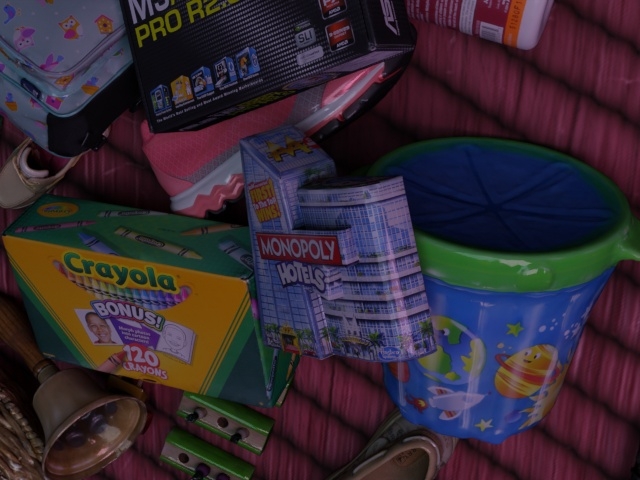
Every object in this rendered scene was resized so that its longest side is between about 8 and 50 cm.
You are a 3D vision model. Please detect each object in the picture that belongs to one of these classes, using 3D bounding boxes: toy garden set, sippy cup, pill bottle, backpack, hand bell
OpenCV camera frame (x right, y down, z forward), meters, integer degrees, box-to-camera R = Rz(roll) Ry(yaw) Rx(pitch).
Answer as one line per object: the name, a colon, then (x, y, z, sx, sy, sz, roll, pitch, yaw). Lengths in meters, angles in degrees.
toy garden set: (-0.142, 0.156, 1.189, 0.203, 0.049, 0.244, 25, 113, 8)
sippy cup: (0.147, 0.052, 0.983, 0.305, 0.240, 0.224, 38, 135, 46)
pill bottle: (0.099, -0.253, 0.941, 0.221, 0.121, 0.121, 18, 112, 11)
backpack: (-0.267, -0.196, 1.045, 0.188, 0.166, 0.144, 31, 151, 15)
hand bell: (-0.309, 0.138, 1.195, 0.242, 0.126, 0.126, 46, 118, 30)

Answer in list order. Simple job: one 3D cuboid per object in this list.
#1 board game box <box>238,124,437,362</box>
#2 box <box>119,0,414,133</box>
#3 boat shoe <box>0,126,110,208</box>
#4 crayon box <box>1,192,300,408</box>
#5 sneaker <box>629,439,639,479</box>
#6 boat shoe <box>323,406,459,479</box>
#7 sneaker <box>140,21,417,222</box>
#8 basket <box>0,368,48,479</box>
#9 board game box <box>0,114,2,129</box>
board game box: (0.000, 0.000, 0.900, 0.194, 0.060, 0.194, 3, 109, 58)
box: (-0.064, -0.228, 0.923, 0.270, 0.060, 0.216, -13, 90, 39)
boat shoe: (-0.301, -0.087, 1.153, 0.170, 0.059, 0.063, -37, 94, 24)
crayon box: (-0.167, 0.058, 1.080, 0.278, 0.081, 0.165, 9, 129, 22)
sneaker: (0.314, 0.265, 1.065, 0.227, 0.087, 0.130, -31, 95, 20)
boat shoe: (0.044, 0.290, 1.152, 0.104, 0.089, 0.285, 32, 114, 5)
sneaker: (-0.054, -0.136, 1.031, 0.314, 0.116, 0.136, -33, 94, 24)
basket: (-0.447, 0.237, 1.288, 0.299, 0.223, 0.213, 38, 81, 3)
board game box: (-0.411, -0.169, 1.179, 0.136, 0.030, 0.260, 19, 112, 8)
